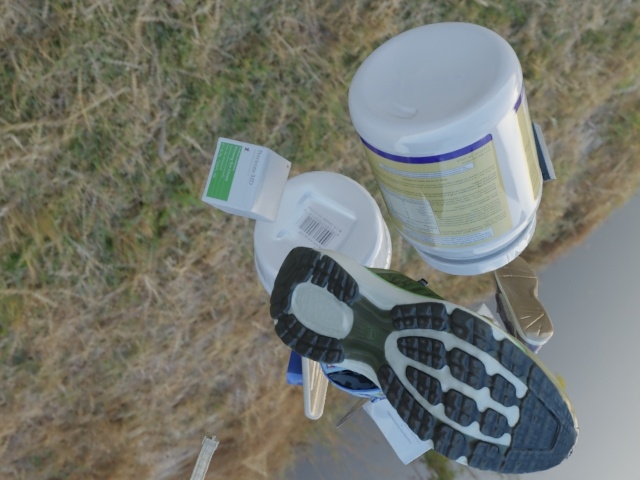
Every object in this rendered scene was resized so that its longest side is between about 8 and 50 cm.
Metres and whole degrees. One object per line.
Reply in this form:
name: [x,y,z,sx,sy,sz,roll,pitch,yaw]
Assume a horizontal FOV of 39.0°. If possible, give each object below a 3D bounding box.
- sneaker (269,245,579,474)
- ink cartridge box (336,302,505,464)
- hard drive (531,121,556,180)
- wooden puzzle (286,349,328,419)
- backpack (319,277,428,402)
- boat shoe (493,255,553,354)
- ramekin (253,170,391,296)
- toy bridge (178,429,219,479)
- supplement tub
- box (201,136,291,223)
sneaker: [0.136,0.115,1.045,0.182,0.410,0.158,-2,115,-48]
ink cartridge box: [0.203,0.268,1.641,0.272,0.130,0.309,-39,174,22]
hard drive: [0.510,-0.203,2.088,0.022,0.135,0.094,-18,176,21]
wooden puzzle: [-0.028,0.193,2.099,0.080,0.322,0.348,3,138,10]
backpack: [0.076,0.147,1.240,0.173,0.158,0.117,-9,154,-11]
boat shoe: [0.423,0.136,1.962,0.102,0.285,0.092,9,127,-16]
ramekin: [0.000,0.000,1.755,0.277,0.277,0.135,-33,161,-7]
toy bridge: [-0.197,0.371,1.335,0.026,0.063,0.188,25,92,-14]
supplement tub: [0.195,-0.125,1.332,0.241,0.241,0.331,-34,138,-7]
box: [-0.110,-0.089,1.358,0.102,0.087,0.101,26,79,-70]
